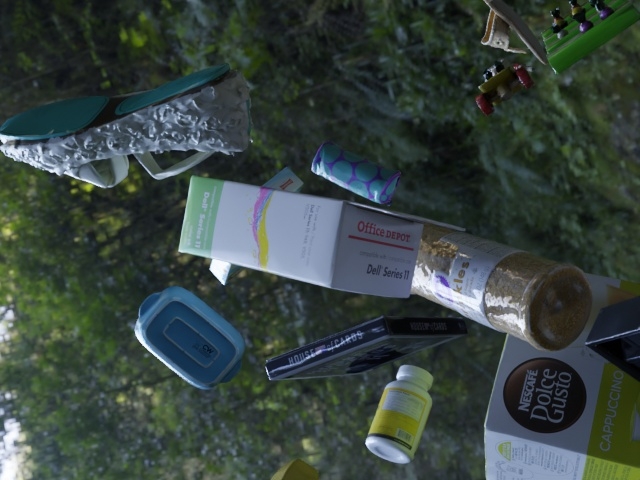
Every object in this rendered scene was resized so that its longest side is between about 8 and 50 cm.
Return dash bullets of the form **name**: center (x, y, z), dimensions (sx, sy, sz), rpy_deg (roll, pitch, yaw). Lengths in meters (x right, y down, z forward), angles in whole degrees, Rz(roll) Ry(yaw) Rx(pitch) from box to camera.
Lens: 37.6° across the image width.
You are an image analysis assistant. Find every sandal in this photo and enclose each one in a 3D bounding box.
- **sandal**: center (0.326, -0.404, 1.756), dimensions (0.240, 0.079, 0.088), rpy_deg (44, -151, -24)

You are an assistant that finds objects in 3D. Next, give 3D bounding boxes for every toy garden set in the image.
- **toy garden set**: center (0.281, -0.250, 1.169), dimensions (0.049, 0.204, 0.244), rpy_deg (53, -160, -10)

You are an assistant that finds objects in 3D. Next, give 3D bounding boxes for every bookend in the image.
- **bookend**: center (0.517, 0.160, 1.432), dimensions (0.072, 0.157, 0.156), rpy_deg (-58, 7, -21)

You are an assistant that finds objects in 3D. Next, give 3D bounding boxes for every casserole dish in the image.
- **casserole dish**: center (-0.202, 0.156, 1.467), dimensions (0.188, 0.114, 0.037), rpy_deg (41, 179, -12)

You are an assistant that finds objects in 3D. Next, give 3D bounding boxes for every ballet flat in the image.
- **ballet flat**: center (-0.275, -0.140, 1.322), dimensions (0.147, 0.409, 0.147), rpy_deg (30, -124, -60)

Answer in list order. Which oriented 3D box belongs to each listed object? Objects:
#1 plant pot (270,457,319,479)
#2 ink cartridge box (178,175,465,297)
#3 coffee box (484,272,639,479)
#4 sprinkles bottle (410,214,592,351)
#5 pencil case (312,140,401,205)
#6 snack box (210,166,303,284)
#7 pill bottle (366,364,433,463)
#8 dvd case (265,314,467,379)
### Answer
- **plant pot**: center (-0.048, 0.459, 1.767), dimensions (0.081, 0.081, 0.083), rpy_deg (35, -124, -9)
- **ink cartridge box**: center (0.000, 0.000, 1.320), dimensions (0.207, 0.353, 0.119), rpy_deg (11, -89, -53)
- **coffee box**: center (0.493, 0.291, 1.699), dimensions (0.338, 0.334, 0.337), rpy_deg (73, -147, -56)
- **sprinkles bottle**: center (0.222, 0.052, 1.353), dimensions (0.355, 0.121, 0.121), rpy_deg (22, 139, 57)
- **pencil case**: center (0.062, -0.116, 1.602), dimensions (0.070, 0.151, 0.064), rpy_deg (-30, -40, -51)
- **snack box**: center (-0.149, -0.026, 2.117), dimensions (0.060, 0.187, 0.322), rpy_deg (46, 156, 8)
- **pill bottle**: center (0.168, 0.353, 1.923), dimensions (0.103, 0.103, 0.184), rpy_deg (58, -133, -46)
- **dvd case**: center (0.066, 0.139, 1.220), dimensions (0.238, 0.179, 0.029), rpy_deg (8, -118, -59)
